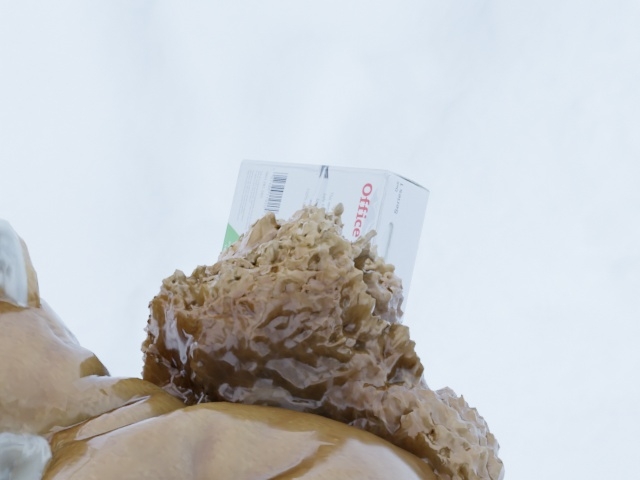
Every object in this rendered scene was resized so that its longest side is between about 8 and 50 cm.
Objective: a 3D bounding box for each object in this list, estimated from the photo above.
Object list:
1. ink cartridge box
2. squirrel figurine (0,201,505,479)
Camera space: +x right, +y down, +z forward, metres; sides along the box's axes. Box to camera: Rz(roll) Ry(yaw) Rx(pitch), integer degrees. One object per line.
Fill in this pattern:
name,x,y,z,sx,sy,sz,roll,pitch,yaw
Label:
ink cartridge box,0.000,0.000,1.401,0.219,0.160,0.092,8,173,39
squirrel figurine,-0.092,0.142,0.795,0.370,0.397,0.281,33,133,22
